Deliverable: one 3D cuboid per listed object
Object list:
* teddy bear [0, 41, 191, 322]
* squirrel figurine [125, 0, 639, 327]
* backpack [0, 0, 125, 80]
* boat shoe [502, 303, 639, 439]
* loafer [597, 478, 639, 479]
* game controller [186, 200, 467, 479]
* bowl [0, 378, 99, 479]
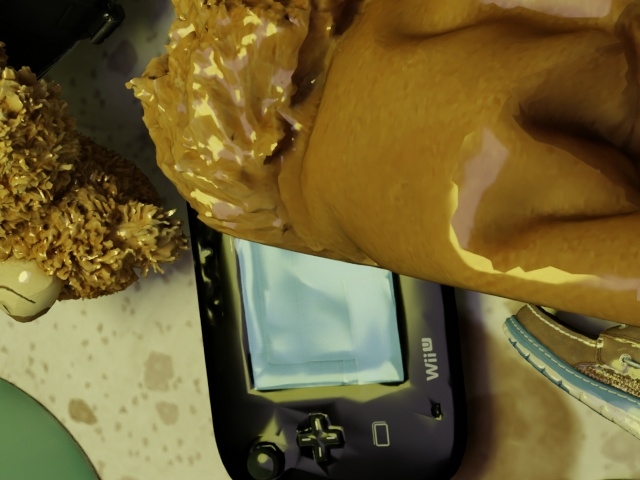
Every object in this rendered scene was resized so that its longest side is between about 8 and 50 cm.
[{"bbox_3d":[-0.236,-0.054,1.167,0.245,0.338,0.113,-5,55,25],"label":"teddy bear"},{"bbox_3d":[0.102,-0.159,0.964,0.397,0.281,0.370,12,90,24],"label":"squirrel figurine"},{"bbox_3d":[-0.264,-0.207,1.211,0.225,0.253,0.191,-40,47,30],"label":"backpack"},{"bbox_3d":[0.184,0.076,1.077,0.183,0.066,0.066,34,93,30],"label":"boat shoe"},{"bbox_3d":[0.174,0.161,1.095,0.148,0.050,0.056,-19,86,33],"label":"loafer"},{"bbox_3d":[0.000,0.000,1.178,0.166,0.067,0.319,-5,94,33],"label":"game controller"},{"bbox_3d":[-0.301,0.250,1.344,0.312,0.163,0.311,5,99,33],"label":"bowl"}]
